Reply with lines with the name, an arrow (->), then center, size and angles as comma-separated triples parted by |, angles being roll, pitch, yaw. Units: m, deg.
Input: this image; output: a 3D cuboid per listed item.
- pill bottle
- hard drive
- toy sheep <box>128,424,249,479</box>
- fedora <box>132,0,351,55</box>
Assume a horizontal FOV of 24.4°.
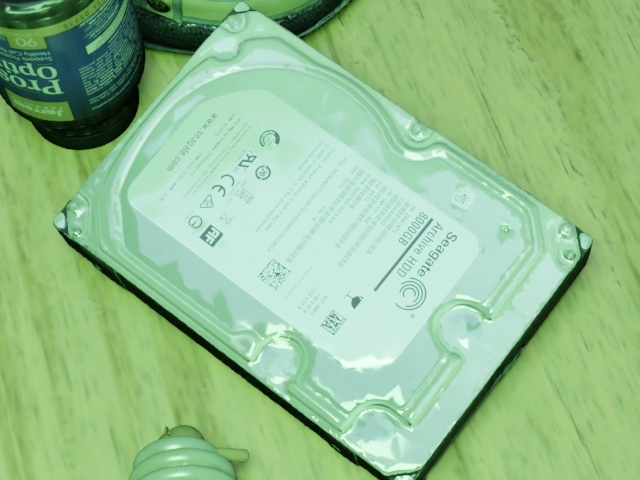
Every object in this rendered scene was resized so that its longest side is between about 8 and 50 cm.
pill bottle -> -0.200, -0.161, 1.132 | 0.123, 0.219, 0.123 | -1, 64, 2
hard drive -> 0.000, 0.000, 1.115 | 0.339, 0.064, 0.237 | 37, 78, 14
toy sheep -> -0.094, 0.186, 1.039 | 0.091, 0.091, 0.132 | -9, 46, -2
fedora -> -0.102, -0.318, 1.238 | 0.334, 0.152, 0.334 | -1, 65, 2
